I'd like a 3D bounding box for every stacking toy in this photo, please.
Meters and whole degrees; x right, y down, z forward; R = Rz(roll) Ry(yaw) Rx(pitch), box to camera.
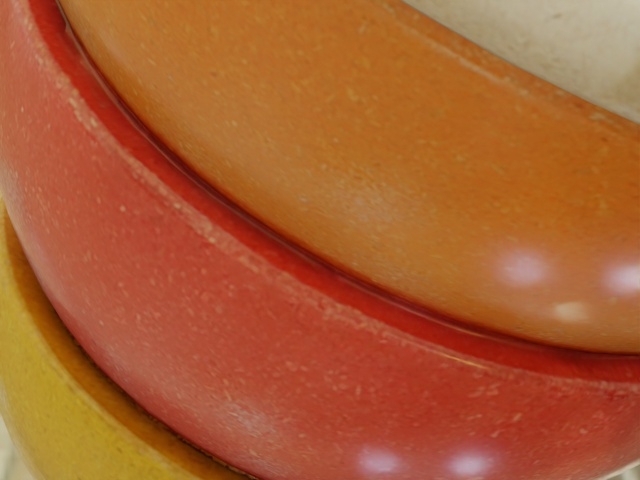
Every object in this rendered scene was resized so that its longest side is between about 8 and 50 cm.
[{"bbox_3d":[0.000,0.000,0.627,0.480,0.351,0.350,-59,-146,36],"label":"stacking toy"}]
